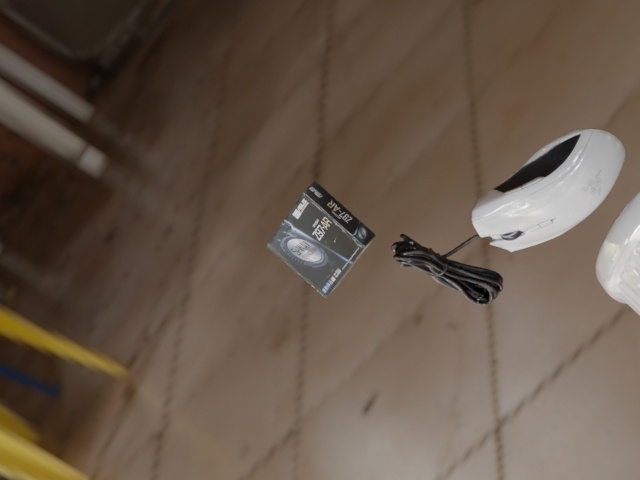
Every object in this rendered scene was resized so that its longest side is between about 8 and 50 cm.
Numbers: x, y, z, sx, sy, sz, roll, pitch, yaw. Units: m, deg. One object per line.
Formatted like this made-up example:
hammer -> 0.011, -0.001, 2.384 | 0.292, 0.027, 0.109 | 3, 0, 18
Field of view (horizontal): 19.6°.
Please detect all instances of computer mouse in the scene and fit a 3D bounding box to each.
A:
computer mouse -> 0.157, -0.017, 1.450 | 0.193, 0.106, 0.042 | -38, 38, 25

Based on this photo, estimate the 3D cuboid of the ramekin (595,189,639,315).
ramekin -> 0.369, -0.006, 1.517 | 0.273, 0.273, 0.127 | -47, 64, 25

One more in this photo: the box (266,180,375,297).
box -> 0.000, 0.000, 1.501 | 0.018, 0.067, 0.083 | -44, -6, -40
